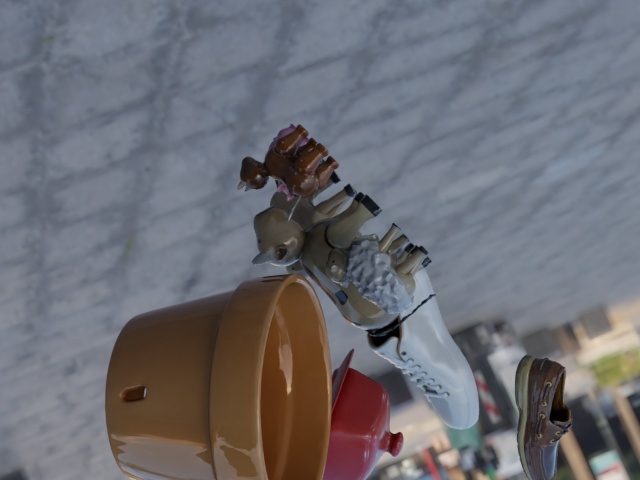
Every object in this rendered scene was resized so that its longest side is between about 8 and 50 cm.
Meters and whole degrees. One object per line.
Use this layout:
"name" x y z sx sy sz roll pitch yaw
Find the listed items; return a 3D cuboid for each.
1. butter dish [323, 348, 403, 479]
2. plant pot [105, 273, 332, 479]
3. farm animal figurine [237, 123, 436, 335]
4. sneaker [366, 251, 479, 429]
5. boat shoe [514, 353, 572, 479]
"butter dish" 0.052 0.255 1.896 0.160 0.118 0.159 -68 174 -50
"plant pot" -0.120 0.183 1.679 0.204 0.290 0.291 0 177 16
"farm animal figurine" 0.000 0.000 1.925 0.172 0.327 0.330 -45 169 0
"sneaker" 0.133 0.170 2.125 0.123 0.290 0.106 -33 -166 -30
"boat shoe" 0.281 0.228 1.781 0.060 0.178 0.064 5 -156 29
